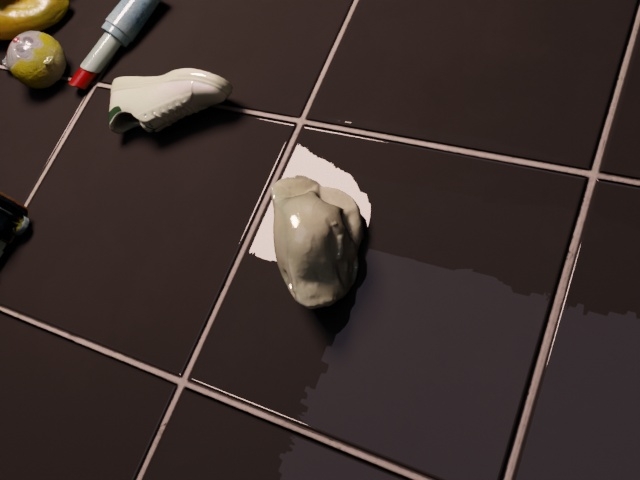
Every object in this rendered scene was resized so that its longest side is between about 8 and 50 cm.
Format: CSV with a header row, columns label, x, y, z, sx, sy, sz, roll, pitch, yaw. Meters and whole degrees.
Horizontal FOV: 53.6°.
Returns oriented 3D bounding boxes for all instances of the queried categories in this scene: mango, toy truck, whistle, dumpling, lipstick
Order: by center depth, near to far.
label,x,y,z,sx,sy,sz,roll,pitch,yaw
dumpling,0.000,0.000,0.983,0.152,0.124,0.228,1,67,-21
toy truck,-0.677,0.019,1.195,0.140,0.108,0.256,17,75,39
lipstick,-0.438,-0.432,1.345,0.061,0.068,0.274,34,87,21
whistle,-0.638,-0.398,1.374,0.223,0.123,0.122,18,72,40
mango,-0.731,-0.546,1.472,0.317,0.119,0.176,10,65,13

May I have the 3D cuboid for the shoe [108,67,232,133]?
label,x,y,z,sx,sy,sz,roll,pitch,yaw
shoe,-0.292,-0.253,1.204,0.265,0.095,0.110,4,73,25
